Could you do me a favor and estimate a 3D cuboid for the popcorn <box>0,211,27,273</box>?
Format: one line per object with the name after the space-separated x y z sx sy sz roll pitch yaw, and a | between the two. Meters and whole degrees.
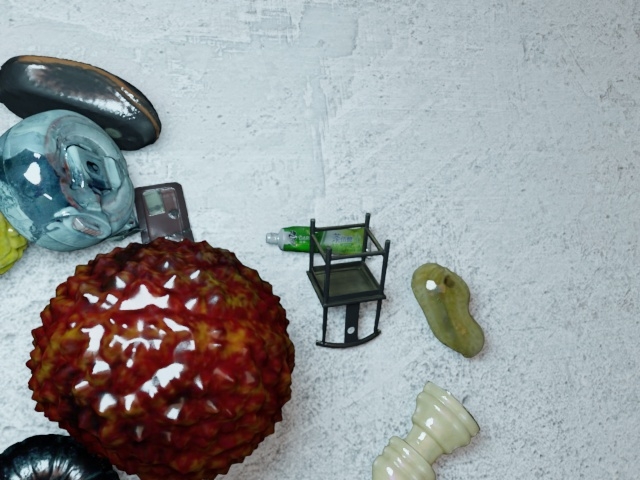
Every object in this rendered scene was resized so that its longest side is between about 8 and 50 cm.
-0.640 -0.039 1.071 0.203 0.200 0.225 17 97 -42 | popcorn

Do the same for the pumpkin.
-0.457 0.444 0.977 0.248 0.248 0.247 4 75 -15 | pumpkin

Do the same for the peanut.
0.293 0.156 1.331 0.120 0.110 0.236 -30 87 -34 | peanut

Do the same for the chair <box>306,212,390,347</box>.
0.056 0.089 1.274 0.155 0.259 0.141 -6 33 -15 | chair

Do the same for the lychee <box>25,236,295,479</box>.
-0.241 0.208 1.018 0.500 0.425 0.424 29 65 -48 | lychee

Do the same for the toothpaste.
0.000 0.000 1.324 0.248 0.047 0.077 3 81 -17 | toothpaste

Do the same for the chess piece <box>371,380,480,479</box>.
0.184 0.458 1.229 0.307 0.124 0.138 -44 121 -17 | chess piece

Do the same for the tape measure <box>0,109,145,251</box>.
-0.462 -0.112 1.098 0.147 0.275 0.256 -21 87 20 | tape measure

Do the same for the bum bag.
-0.335 -0.046 1.256 0.109 0.026 0.159 -10 74 -18 | bum bag

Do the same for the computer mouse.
-0.479 -0.281 1.189 0.324 0.183 0.116 16 62 -11 | computer mouse
